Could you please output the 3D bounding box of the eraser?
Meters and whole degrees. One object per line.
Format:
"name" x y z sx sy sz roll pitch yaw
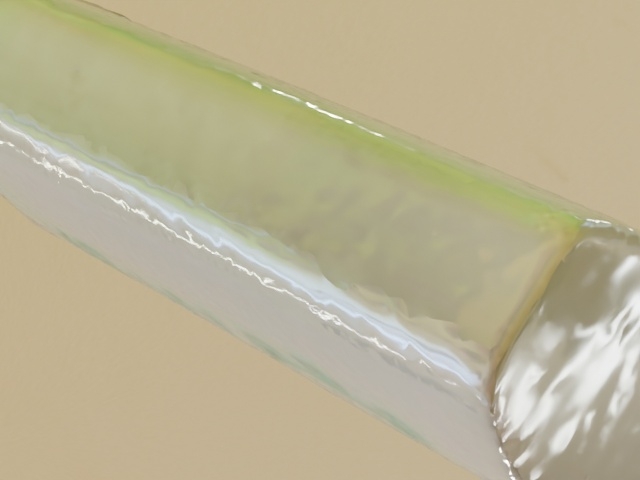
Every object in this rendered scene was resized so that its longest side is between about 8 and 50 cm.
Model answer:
"eraser" 0.000 0.000 0.538 0.290 0.189 0.104 26 -100 36
